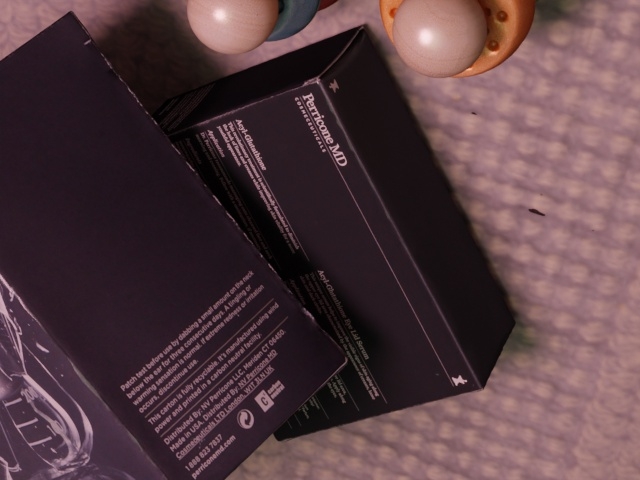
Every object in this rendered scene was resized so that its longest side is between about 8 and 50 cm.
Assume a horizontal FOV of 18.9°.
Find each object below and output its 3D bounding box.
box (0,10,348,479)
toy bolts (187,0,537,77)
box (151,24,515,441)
[{"bbox_3d":[-0.210,0.060,1.397,0.312,0.179,0.343,52,144,-4],"label":"box"},{"bbox_3d":[0.015,-0.200,1.250,0.228,0.158,0.218,-7,116,24],"label":"toy bolts"},{"bbox_3d":[0.000,0.000,1.408,0.184,0.103,0.261,-16,112,32],"label":"box"}]
